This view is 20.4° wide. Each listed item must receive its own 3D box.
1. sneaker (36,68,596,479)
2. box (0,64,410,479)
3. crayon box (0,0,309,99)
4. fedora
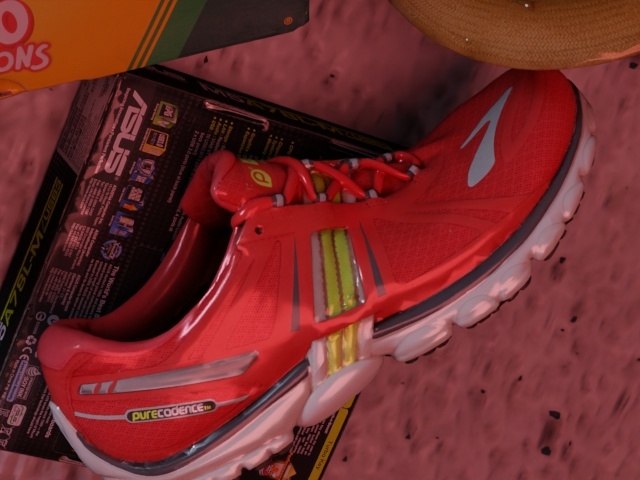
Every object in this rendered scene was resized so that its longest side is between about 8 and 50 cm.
[{"bbox_3d":[0.000,0.000,0.776,0.279,0.107,0.118,-38,112,-9],"label":"sneaker"},{"bbox_3d":[-0.053,0.025,0.845,0.184,0.045,0.191,15,106,-31],"label":"box"},{"bbox_3d":[-0.145,-0.140,0.684,0.278,0.081,0.165,-15,134,-17],"label":"crayon box"},{"bbox_3d":[0.112,-0.146,0.796,0.194,0.194,0.079,-32,159,-7],"label":"fedora"}]
